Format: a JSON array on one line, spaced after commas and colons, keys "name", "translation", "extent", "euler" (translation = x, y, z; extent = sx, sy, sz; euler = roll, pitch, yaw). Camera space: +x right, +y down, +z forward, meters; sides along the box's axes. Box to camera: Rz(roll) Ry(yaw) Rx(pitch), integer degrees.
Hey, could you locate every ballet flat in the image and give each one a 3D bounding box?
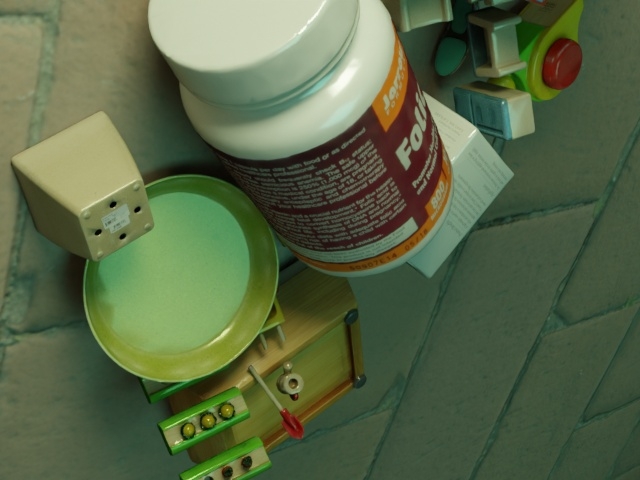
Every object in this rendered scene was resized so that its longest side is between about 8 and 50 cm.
[{"name": "ballet flat", "translation": [0.179, -0.267, 1.347], "extent": [0.041, 0.041, 0.114], "euler": [-17, 136, -38]}]

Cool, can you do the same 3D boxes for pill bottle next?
[{"name": "pill bottle", "translation": [-0.008, -0.139, 1.092], "extent": [0.224, 0.224, 0.392], "euler": [-45, 147, -6]}]

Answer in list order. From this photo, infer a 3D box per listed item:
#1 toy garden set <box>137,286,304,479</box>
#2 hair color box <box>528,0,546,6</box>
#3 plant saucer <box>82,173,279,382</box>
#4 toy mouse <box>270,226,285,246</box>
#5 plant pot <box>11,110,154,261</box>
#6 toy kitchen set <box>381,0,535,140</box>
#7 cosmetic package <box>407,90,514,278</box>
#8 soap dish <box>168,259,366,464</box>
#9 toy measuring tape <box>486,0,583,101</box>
[{"name": "toy garden set", "translation": [-0.108, 0.169, 1.275], "extent": [0.204, 0.244, 0.049], "euler": [-23, -178, -23]}, {"name": "hair color box", "translation": [0.270, -0.385, 1.280], "extent": [0.053, 0.093, 0.167], "euler": [2, 121, -48]}, {"name": "plant saucer", "translation": [-0.161, 0.041, 1.195], "extent": [0.241, 0.037, 0.241], "euler": [-7, 104, -30]}, {"name": "toy mouse", "translation": [0.000, 0.000, 1.337], "extent": [0.143, 0.161, 0.031], "euler": [19, 76, -69]}, {"name": "plant pot", "translation": [-0.228, -0.044, 1.052], "extent": [0.109, 0.096, 0.109], "euler": [-32, 144, -23]}, {"name": "toy kitchen set", "translation": [0.150, -0.218, 1.281], "extent": [0.166, 0.122, 0.207], "euler": [-19, 112, -19]}, {"name": "cosmetic package", "translation": [0.121, -0.080, 1.361], "extent": [0.183, 0.151, 0.151], "euler": [-51, 146, 2]}, {"name": "soap dish", "translation": [-0.066, 0.176, 1.432], "extent": [0.291, 0.118, 0.229], "euler": [-34, 143, -23]}, {"name": "toy measuring tape", "translation": [0.334, -0.291, 1.440], "extent": [0.330, 0.121, 0.121], "euler": [-48, 147, -19]}]
